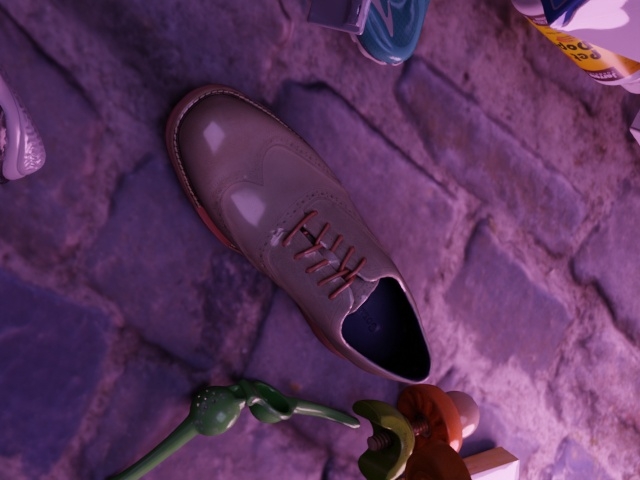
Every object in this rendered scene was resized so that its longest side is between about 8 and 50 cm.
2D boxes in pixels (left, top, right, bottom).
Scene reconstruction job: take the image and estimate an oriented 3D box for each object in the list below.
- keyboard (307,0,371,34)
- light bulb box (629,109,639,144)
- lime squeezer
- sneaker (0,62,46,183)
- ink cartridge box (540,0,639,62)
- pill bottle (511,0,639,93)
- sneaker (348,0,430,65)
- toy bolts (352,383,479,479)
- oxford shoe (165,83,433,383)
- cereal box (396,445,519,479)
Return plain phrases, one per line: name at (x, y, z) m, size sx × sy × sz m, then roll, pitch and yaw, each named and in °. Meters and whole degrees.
keyboard at (0.045, -0.335, 0.921) m, size 0.014 × 0.072 × 0.256 m, roll 4°, pitch 105°, yaw -48°
light bulb box at (0.608, -0.103, 1.087) m, size 0.361 × 0.358 × 0.225 m, roll 28°, pitch 90°, yaw -53°
lime squeezer at (-0.081, 0.205, 1.037) m, size 0.310 × 0.059 × 0.110 m, roll -10°, pitch 110°, yaw -27°
sneaker at (-0.368, -0.142, 0.672) m, size 0.210 × 0.137 × 0.366 m, roll -31°, pitch 138°, yaw -9°
ink cartridge box at (0.321, -0.372, 0.938) m, size 0.270 × 0.151 × 0.395 m, roll 10°, pitch 57°, yaw -32°
pill bottle at (0.323, -0.258, 1.073) m, size 0.215 × 0.117 × 0.117 m, roll 30°, pitch 90°, yaw -33°
sneaker at (0.093, -0.311, 0.932) m, size 0.107 × 0.110 × 0.275 m, roll 5°, pitch 104°, yaw -31°
toy bolts at (0.157, 0.294, 1.092) m, size 0.158 × 0.218 × 0.228 m, roll -10°, pitch 103°, yaw -28°
oxford shoe at (0.000, 0.000, 0.960) m, size 0.140 × 0.146 × 0.397 m, roll -47°, pitch 122°, yaw -7°
cereal box at (0.184, 0.410, 1.256) m, size 0.173 × 0.047 × 0.240 m, roll -12°, pitch 112°, yaw -25°
